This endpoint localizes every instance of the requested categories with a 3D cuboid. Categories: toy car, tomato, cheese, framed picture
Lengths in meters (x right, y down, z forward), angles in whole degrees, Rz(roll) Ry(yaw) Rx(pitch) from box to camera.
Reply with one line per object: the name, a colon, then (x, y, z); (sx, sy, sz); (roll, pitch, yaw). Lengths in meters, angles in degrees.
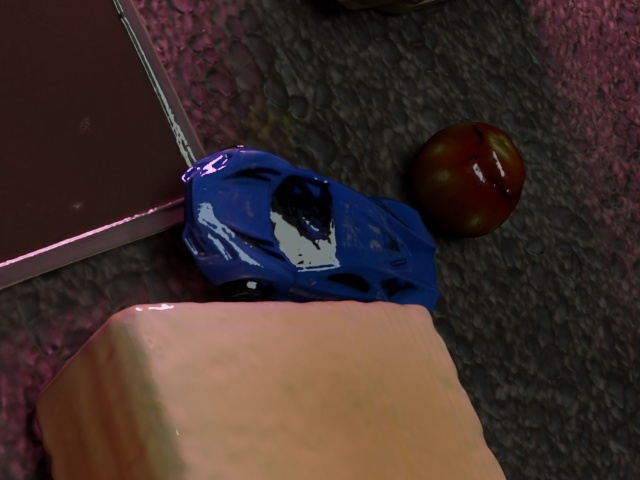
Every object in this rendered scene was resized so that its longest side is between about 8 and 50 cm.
toy car: (0.000, 0.000, 0.966); (0.216, 0.063, 0.103); (21, 57, -45)
tomato: (0.113, -0.048, 1.105); (0.087, 0.075, 0.087); (25, 50, -34)
cheese: (-0.002, 0.172, 0.813); (0.243, 0.124, 0.265); (5, 54, -45)
framed picture: (-0.180, -0.075, 0.875); (0.252, 0.014, 0.197); (-23, 86, -48)

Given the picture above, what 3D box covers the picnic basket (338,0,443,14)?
picnic basket: (0.094, -0.315, 1.156); (0.313, 0.175, 0.228); (-23, 86, -52)
